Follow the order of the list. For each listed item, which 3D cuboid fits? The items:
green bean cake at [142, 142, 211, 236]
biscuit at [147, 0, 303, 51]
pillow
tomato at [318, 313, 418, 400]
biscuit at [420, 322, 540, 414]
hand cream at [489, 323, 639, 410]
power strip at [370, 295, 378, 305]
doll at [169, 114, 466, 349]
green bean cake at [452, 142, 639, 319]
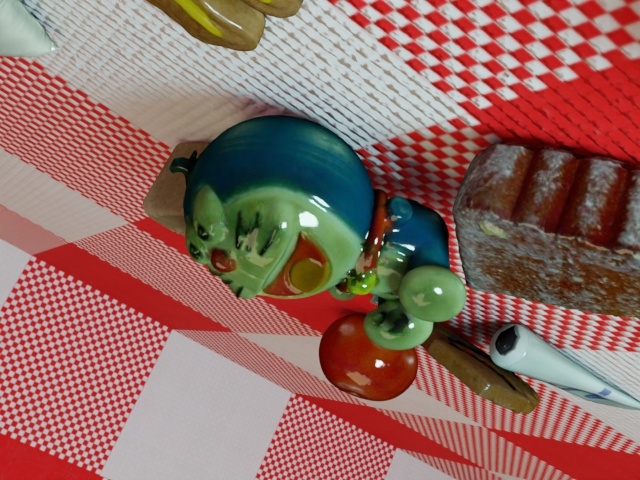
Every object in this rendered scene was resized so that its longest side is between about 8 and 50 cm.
[{"bbox_3d":[-0.131,-0.060,1.011,0.179,0.109,0.085,5,155,46],"label":"green bean cake"},{"bbox_3d":[-0.153,-0.248,0.618,0.295,0.044,0.186,30,159,-19],"label":"biscuit"},{"bbox_3d":[-0.362,-0.262,0.792,0.144,0.078,0.254,13,162,4],"label":"pillow"},{"bbox_3d":[0.087,0.221,1.483,0.195,0.136,0.195,21,162,7],"label":"tomato"},{"bbox_3d":[0.233,0.187,1.210,0.278,0.043,0.301,34,-177,-3],"label":"biscuit"},{"bbox_3d":[0.379,0.206,1.234,0.321,0.067,0.109,27,162,-33],"label":"hand cream"},{"bbox_3d":[0.098,0.089,1.292,0.027,0.017,0.083,24,161,5],"label":"power strip"},{"bbox_3d":[-0.007,-0.015,0.849,0.322,0.186,0.198,25,142,-14],"label":"doll"},{"bbox_3d":[0.240,0.001,0.729,0.233,0.097,0.198,16,159,25],"label":"green bean cake"}]
